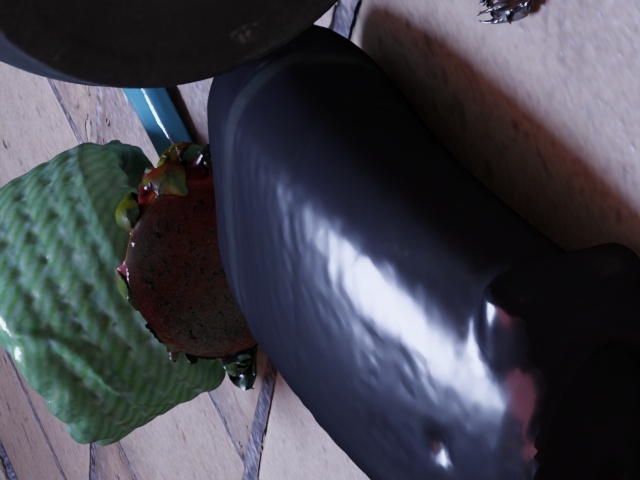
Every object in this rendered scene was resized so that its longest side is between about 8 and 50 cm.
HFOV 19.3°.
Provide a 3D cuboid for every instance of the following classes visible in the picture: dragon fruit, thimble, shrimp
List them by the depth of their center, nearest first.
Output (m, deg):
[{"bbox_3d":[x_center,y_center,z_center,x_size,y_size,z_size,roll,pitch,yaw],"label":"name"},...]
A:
[{"bbox_3d":[0.082,-0.115,0.824,0.038,0.029,0.092,61,168,-2],"label":"shrimp"},{"bbox_3d":[-0.072,-0.001,1.283,0.175,0.138,0.142,-101,25,-57],"label":"dragon fruit"},{"bbox_3d":[-0.164,0.035,1.432,0.219,0.150,0.219,59,-177,-6],"label":"thimble"}]

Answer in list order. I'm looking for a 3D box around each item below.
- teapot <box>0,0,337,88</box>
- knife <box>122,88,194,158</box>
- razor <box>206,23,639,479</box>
[{"bbox_3d":[-0.133,-0.261,0.895,0.300,0.253,0.344,32,-161,-44],"label":"teapot"},{"bbox_3d":[-0.133,-0.114,1.444,0.222,0.031,0.064,61,157,12],"label":"knife"},{"bbox_3d":[0.045,0.031,0.950,0.349,0.113,0.204,46,149,51],"label":"razor"}]
